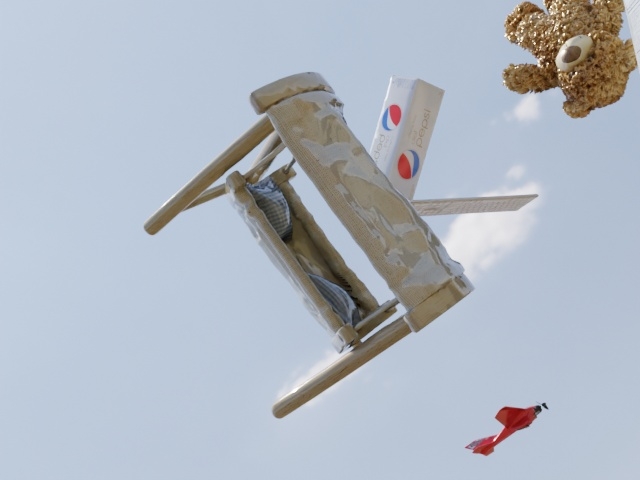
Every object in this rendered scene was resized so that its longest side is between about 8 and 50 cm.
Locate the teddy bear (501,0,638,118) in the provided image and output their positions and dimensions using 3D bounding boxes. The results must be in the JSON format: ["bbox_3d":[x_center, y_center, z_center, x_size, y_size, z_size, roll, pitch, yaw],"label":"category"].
[{"bbox_3d":[0.429,-0.360,1.695,0.245,0.338,0.113,-15,-47,24],"label":"teddy bear"}]

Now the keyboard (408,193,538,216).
[{"bbox_3d":[0.243,-0.058,1.617,0.256,0.014,0.072,-4,-13,-24],"label":"keyboard"}]

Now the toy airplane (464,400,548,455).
[{"bbox_3d":[0.290,0.295,1.502,0.151,0.028,0.151,-20,-31,-12],"label":"toy airplane"}]

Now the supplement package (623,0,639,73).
[{"bbox_3d":[0.563,-0.358,1.391,0.194,0.203,0.149,-4,-15,-10],"label":"supplement package"}]

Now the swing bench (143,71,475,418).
[{"bbox_3d":[0.000,0.000,0.954,0.165,0.253,0.254,-28,-9,-45],"label":"swing bench"}]

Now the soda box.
[{"bbox_3d":[0.140,-0.171,1.666,0.074,0.069,0.216,15,-87,-40],"label":"soda box"}]
